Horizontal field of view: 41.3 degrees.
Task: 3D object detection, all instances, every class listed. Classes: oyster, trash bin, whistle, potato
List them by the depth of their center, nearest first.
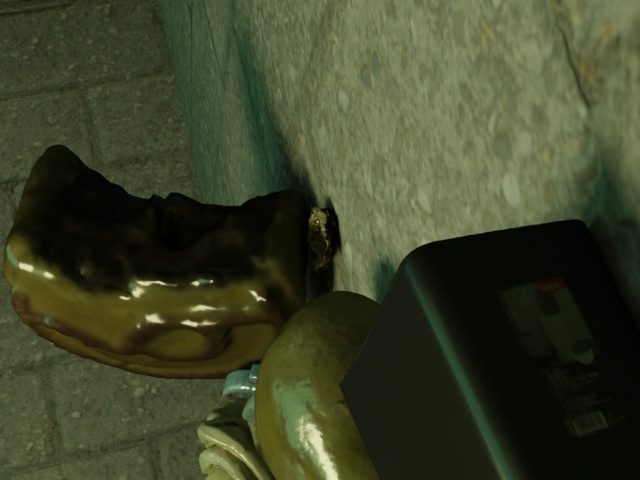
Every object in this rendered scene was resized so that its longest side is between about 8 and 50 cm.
[{"bbox_3d":[0.110,0.131,0.439,0.165,0.115,0.225,111,146,-52],"label":"trash bin"},{"bbox_3d":[0.021,0.165,0.823,0.178,0.160,0.235,117,143,-59],"label":"potato"},{"bbox_3d":[0.001,0.000,1.093,0.132,0.029,0.086,166,99,-82],"label":"oyster"},{"bbox_3d":[-0.033,0.213,1.170,0.269,0.180,0.093,-42,26,49],"label":"whistle"}]

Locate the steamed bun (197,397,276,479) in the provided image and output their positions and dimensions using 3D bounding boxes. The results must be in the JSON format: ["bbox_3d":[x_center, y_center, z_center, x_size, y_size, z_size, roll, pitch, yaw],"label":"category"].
[{"bbox_3d":[-0.092,0.422,1.523,0.280,0.207,0.267,-8,-89,-82],"label":"steamed bun"}]

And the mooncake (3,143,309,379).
[{"bbox_3d":[-0.212,0.030,1.176,0.393,0.394,0.246,43,-140,-36],"label":"mooncake"}]
